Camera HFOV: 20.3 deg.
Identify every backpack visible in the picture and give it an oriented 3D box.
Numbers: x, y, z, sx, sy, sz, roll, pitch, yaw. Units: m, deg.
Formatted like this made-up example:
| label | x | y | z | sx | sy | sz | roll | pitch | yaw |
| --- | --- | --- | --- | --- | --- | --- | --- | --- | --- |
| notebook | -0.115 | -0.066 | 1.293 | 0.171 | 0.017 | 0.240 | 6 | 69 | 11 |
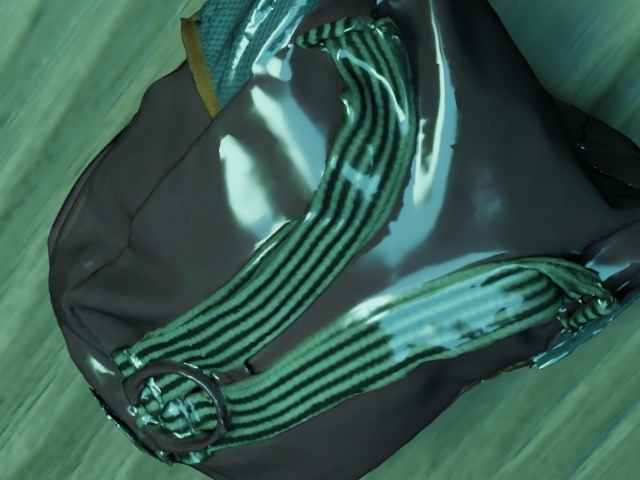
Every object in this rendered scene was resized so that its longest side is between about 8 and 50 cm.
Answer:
| label | x | y | z | sx | sy | sz | roll | pitch | yaw |
| --- | --- | --- | --- | --- | --- | --- | --- | --- | --- |
| backpack | 0.000 | 0.000 | 0.965 | 0.317 | 0.197 | 0.283 | -40 | 110 | 15 |
